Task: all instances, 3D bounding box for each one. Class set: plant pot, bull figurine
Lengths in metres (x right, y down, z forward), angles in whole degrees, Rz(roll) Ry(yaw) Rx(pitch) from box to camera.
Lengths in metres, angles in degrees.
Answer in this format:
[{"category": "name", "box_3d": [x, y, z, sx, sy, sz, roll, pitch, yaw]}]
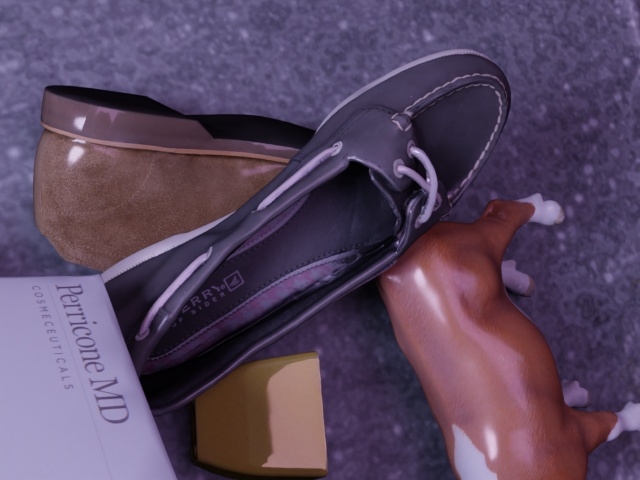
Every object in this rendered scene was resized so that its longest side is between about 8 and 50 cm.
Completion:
[{"category": "plant pot", "box_3d": [-0.045, 0.122, 0.721, 0.083, 0.081, 0.081, -2, 75, -13]}, {"category": "bull figurine", "box_3d": [0.144, 0.116, 0.801, 0.188, 0.101, 0.310, -23, 93, -39]}]

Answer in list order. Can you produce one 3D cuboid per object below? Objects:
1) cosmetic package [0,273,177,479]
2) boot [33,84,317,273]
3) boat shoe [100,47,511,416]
[{"category": "cosmetic package", "box_3d": [-0.274, 0.135, 0.504, 0.384, 0.156, 0.217, -3, 35, -28]}, {"category": "boot", "box_3d": [-0.056, -0.030, 0.769, 0.305, 0.112, 0.115, 5, 103, -30]}, {"category": "boat shoe", "box_3d": [0.000, 0.000, 0.694, 0.335, 0.095, 0.112, -34, 126, -5]}]
